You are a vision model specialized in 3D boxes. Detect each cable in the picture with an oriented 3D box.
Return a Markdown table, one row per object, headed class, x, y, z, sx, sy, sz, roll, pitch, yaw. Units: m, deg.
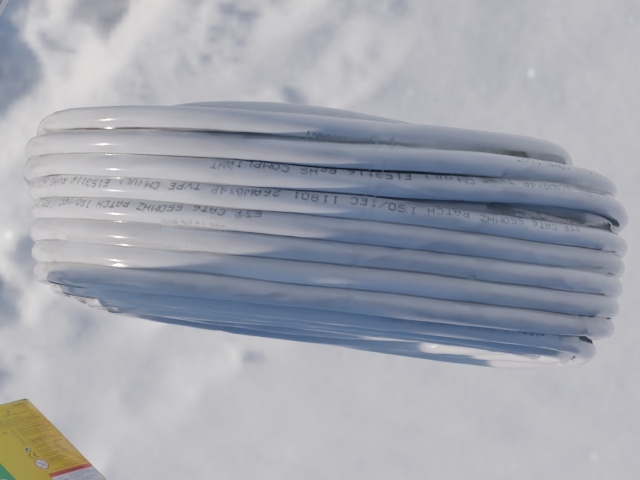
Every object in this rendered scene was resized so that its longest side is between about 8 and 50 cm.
| class | x | y | z | sx | sy | sz | roll | pitch | yaw |
| --- | --- | --- | --- | --- | --- | --- | --- | --- | --- |
| cable | 0.000 | 0.000 | 0.816 | 0.257 | 0.089 | 0.257 | 8 | 176 | -18 |

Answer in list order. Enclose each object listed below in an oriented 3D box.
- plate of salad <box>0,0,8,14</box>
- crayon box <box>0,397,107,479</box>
| class | x | y | z | sx | sy | sz | roll | pitch | yaw |
| --- | --- | --- | --- | --- | --- | --- | --- | --- | --- |
| plate of salad | -0.297 | -0.169 | 1.468 | 0.200 | 0.199 | 0.048 | -20 | 127 | 43 |
| crayon box | -0.301 | 0.230 | 1.557 | 0.278 | 0.165 | 0.081 | -10 | 135 | -51 |
